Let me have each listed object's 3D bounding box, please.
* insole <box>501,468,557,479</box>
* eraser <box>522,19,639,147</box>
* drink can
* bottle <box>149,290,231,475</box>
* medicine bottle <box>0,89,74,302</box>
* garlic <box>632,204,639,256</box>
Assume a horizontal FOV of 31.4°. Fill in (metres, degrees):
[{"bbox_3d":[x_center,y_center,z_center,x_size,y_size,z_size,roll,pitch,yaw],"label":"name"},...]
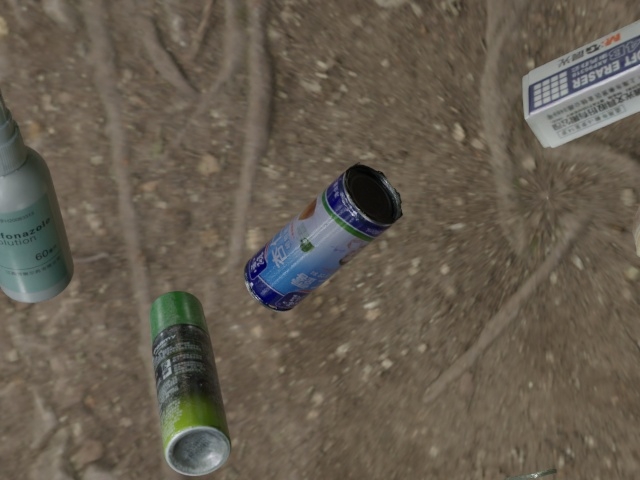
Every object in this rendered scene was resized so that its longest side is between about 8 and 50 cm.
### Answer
[{"bbox_3d":[0.261,0.317,1.512,0.063,0.192,0.010,-8,75,-19],"label":"insole"},{"bbox_3d":[0.444,-0.249,1.713,0.279,0.124,0.081,-24,124,26],"label":"eraser"},{"bbox_3d":[0.000,0.000,1.512,0.235,0.097,0.097,-40,84,38],"label":"drink can"},{"bbox_3d":[-0.196,0.197,1.663,0.093,0.330,0.093,-6,123,-10],"label":"bottle"},{"bbox_3d":[-0.404,-0.062,1.489,0.110,0.352,0.110,0,51,0],"label":"medicine bottle"},{"bbox_3d":[0.536,-0.016,1.531,0.266,0.128,0.148,-4,68,-8],"label":"garlic"}]
